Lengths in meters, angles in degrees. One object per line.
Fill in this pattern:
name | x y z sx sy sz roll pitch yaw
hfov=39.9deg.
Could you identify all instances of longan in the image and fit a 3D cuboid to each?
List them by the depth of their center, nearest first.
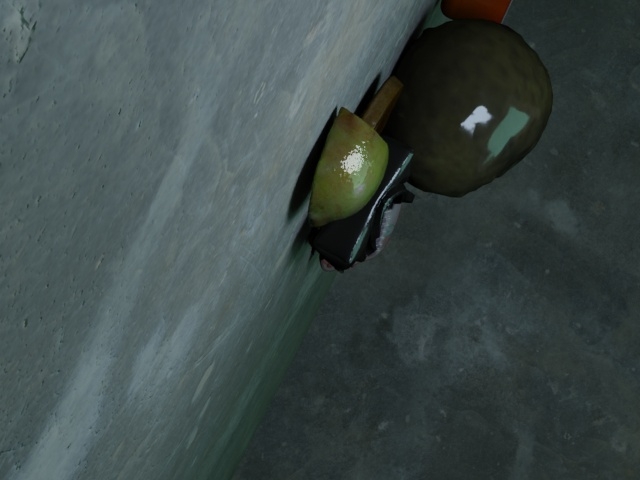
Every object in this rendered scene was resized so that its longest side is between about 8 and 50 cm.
longan | 0.334 -0.323 2.085 0.435 0.404 0.404 -23 148 -39

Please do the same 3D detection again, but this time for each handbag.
handbag | 0.107 -0.062 1.861 0.285 0.113 0.257 -59 168 -5

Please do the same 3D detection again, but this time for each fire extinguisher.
fire extinguisher | 0.000 0.000 2.044 0.177 0.050 0.062 -22 131 -81

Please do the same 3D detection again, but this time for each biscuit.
biscuit | 0.084 -0.208 1.825 0.273 0.049 0.257 -57 175 -22

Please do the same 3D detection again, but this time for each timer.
timer | 0.416 -0.689 2.179 0.257 0.161 0.250 103 5 -67

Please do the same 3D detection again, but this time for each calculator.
calculator | 0.096 -0.034 2.220 0.220 0.048 0.330 -17 144 -23

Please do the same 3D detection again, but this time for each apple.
apple | 0.044 -0.105 1.551 0.265 0.119 0.193 81 31 -78

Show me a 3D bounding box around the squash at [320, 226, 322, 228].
squash | 0.059 -0.043 2.028 0.082 0.082 0.292 -64 156 7
